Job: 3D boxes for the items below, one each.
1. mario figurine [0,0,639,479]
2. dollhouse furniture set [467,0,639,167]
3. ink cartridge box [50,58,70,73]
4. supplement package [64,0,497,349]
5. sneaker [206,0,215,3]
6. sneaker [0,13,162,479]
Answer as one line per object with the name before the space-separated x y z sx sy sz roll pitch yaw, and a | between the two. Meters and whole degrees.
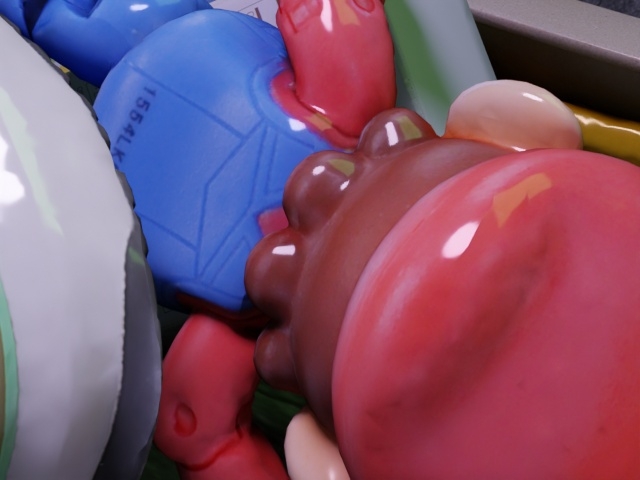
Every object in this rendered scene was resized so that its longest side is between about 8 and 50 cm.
mario figurine | 0.000 0.000 0.533 0.320 0.198 0.170 32 46 32
dollhouse furniture set | 0.142 0.028 0.698 0.301 0.197 0.151 22 53 28
ink cartridge box | -0.100 -0.046 0.775 0.209 0.109 0.062 31 14 20
supplement package | -0.026 -0.029 0.650 0.105 0.179 0.105 -5 75 -67
sneaker | 0.011 -0.041 0.818 0.232 0.081 0.090 63 -5 -33
sneaker | -0.212 -0.075 0.465 0.182 0.158 0.410 -15 59 -47
